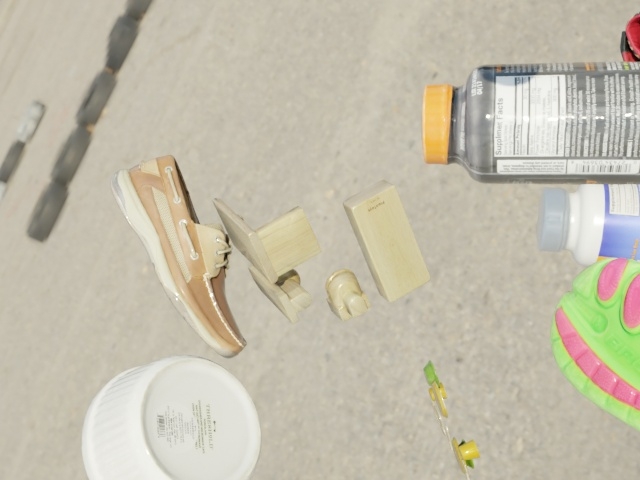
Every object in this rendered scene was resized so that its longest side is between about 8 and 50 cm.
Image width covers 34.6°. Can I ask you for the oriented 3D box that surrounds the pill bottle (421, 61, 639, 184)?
[{"bbox_3d":[0.232,-0.125,1.099,0.130,0.245,0.131,1,-90,-80],"label":"pill bottle"}]

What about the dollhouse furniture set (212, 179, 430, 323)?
[{"bbox_3d":[0.000,0.000,1.050,0.151,0.144,0.123,-29,26,-12],"label":"dollhouse furniture set"}]

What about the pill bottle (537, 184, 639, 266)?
[{"bbox_3d":[0.516,-0.025,1.769,0.152,0.272,0.152,4,-90,-84],"label":"pill bottle"}]

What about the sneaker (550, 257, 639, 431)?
[{"bbox_3d":[0.415,0.190,0.906,0.185,0.202,0.483,-54,51,25],"label":"sneaker"}]

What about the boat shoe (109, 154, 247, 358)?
[{"bbox_3d":[-0.186,0.019,1.508,0.116,0.324,0.123,-30,-2,-2],"label":"boat shoe"}]

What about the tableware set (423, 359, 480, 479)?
[{"bbox_3d":[0.163,0.221,1.266,0.024,0.104,0.154,-19,33,-2],"label":"tableware set"}]

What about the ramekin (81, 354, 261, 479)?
[{"bbox_3d":[-0.167,0.235,1.223,0.109,0.207,0.207,-34,37,45],"label":"ramekin"}]

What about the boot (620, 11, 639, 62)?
[{"bbox_3d":[0.599,-0.367,1.599,0.138,0.284,0.378,2,110,63],"label":"boot"}]
